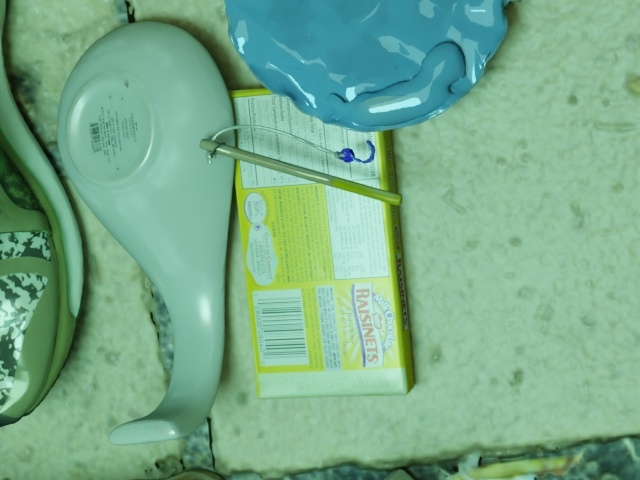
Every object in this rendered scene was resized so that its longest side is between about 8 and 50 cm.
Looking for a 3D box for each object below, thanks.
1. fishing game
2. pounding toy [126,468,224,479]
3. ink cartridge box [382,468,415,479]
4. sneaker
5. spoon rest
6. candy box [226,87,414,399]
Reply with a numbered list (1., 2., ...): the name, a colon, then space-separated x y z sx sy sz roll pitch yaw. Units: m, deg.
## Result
1. fishing game: 0.032 -0.159 1.075 0.189 0.041 0.264 12 90 13
2. pounding toy: -0.176 0.252 1.146 0.269 0.155 0.154 -11 90 18
3. ink cartridge box: 0.091 0.389 1.077 0.395 0.166 0.285 42 107 8
4. sneaker: -0.280 -0.068 1.115 0.158 0.182 0.410 -12 94 21
5. spoon rest: -0.110 -0.007 1.134 0.137 0.084 0.276 -8 84 30
6. candy box: 0.000 0.000 1.121 0.105 0.027 0.206 -3 97 16
